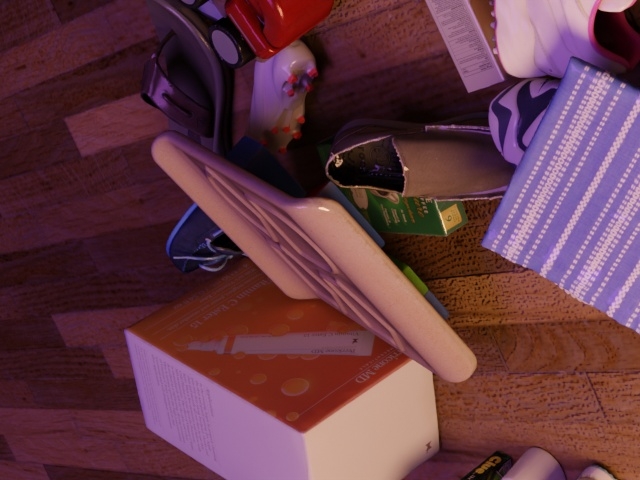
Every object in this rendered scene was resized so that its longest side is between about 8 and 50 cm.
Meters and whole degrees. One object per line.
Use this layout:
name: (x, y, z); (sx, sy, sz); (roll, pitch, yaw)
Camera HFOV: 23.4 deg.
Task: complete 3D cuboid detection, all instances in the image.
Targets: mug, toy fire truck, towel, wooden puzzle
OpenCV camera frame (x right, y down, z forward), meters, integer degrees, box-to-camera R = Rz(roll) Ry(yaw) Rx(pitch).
mug: (0.237, 0.285, 1.774); (0.062, 0.064, 0.078); (39, 143, 27)
toy fire truck: (-0.050, -0.324, 1.608); (0.217, 0.158, 0.246); (55, 155, -6)
towel: (0.321, 0.008, 1.357); (0.336, 0.040, 0.243); (31, 137, 9)
wooden puzzle: (0.000, 0.000, 1.740); (0.322, 0.080, 0.348); (47, 166, -35)

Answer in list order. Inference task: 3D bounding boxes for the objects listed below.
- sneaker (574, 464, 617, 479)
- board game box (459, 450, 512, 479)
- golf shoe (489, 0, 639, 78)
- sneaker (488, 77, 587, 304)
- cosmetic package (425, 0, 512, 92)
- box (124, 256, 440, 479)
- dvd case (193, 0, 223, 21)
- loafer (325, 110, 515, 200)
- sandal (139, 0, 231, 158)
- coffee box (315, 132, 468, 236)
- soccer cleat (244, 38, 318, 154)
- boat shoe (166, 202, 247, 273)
sneaker: (0.271, 0.344, 1.751); (0.087, 0.092, 0.229); (40, 145, 24)
board game box: (0.193, 0.394, 1.857); (0.030, 0.136, 0.260); (21, 133, 46)
golf shoe: (0.216, -0.271, 1.320); (0.140, 0.115, 0.306); (17, 137, 33)
sneaker: (0.257, -0.049, 1.440); (0.153, 0.094, 0.235); (-14, 95, 65)
cosmetic package: (0.151, -0.208, 1.504); (0.060, 0.041, 0.115); (-11, 107, 56)
box: (-0.050, 0.188, 1.942); (0.345, 0.215, 0.168); (25, 134, 41)
dvd case: (-0.172, -0.392, 1.810); (0.180, 0.022, 0.253); (30, 138, 37)
loafer: (0.114, -0.074, 1.574); (0.251, 0.087, 0.094); (0, 115, 31)
sandal: (-0.174, -0.172, 1.933); (0.120, 0.086, 0.303); (31, 139, 38)
coffee box: (0.078, -0.064, 1.722); (0.184, 0.040, 0.113); (2, 116, 53)
soccer cleat: (-0.051, -0.169, 1.799); (0.076, 0.068, 0.196); (61, 150, 25)
boat shoe: (-0.128, -0.012, 1.989); (0.089, 0.109, 0.258); (50, 149, 7)
